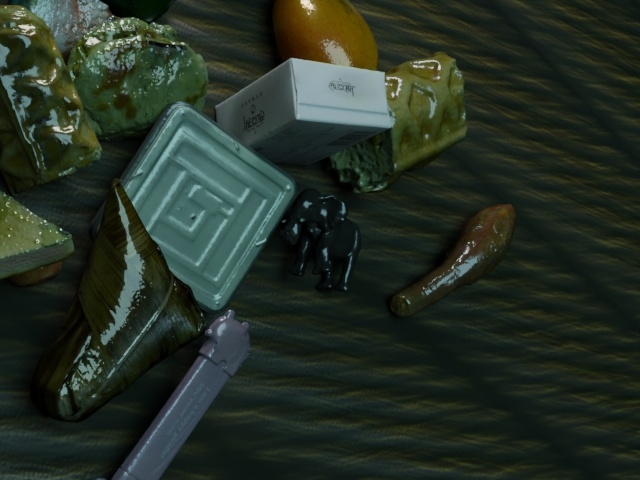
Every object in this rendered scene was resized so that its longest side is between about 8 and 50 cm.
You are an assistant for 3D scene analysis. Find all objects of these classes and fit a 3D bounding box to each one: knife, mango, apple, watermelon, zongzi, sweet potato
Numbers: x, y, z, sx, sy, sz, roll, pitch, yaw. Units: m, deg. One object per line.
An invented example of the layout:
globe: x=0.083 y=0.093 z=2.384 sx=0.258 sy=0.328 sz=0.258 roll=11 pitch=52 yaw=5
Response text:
knife: x=-0.230 y=0.287 z=1.397 sx=0.398 sy=0.038 sz=0.132 roll=-55 pitch=131 yaw=-13
mango: x=-0.005 y=-0.395 z=1.685 sx=0.187 sy=0.138 sz=0.257 roll=-29 pitch=86 yaw=-23
apple: x=-0.426 y=0.030 z=1.336 sx=0.084 sy=0.084 sz=0.071 roll=-15 pitch=87 yaw=-36
watermelon: x=-0.369 y=-0.320 z=1.454 sx=0.241 sy=0.094 sz=0.154 roll=6 pitch=85 yaw=-37
zongzi: x=-0.331 y=0.090 z=1.323 sx=0.286 sy=0.134 sz=0.288 roll=-40 pitch=126 yaw=-35
sweet potato: x=0.290 y=0.042 z=1.831 sx=0.385 sy=0.109 sz=0.109 roll=-41 pitch=104 yaw=-33

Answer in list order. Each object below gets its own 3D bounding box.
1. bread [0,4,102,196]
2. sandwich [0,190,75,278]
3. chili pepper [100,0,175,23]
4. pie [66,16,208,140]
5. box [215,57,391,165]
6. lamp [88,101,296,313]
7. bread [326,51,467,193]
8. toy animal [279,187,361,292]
bread: x=-0.431 y=-0.208 z=1.325 sx=0.152 sy=0.130 sz=0.267 roll=-21 pitch=105 yaw=-6
sandwich: x=-0.469 y=0.011 z=1.267 sx=0.193 sy=0.058 sz=0.162 roll=29 pitch=60 yaw=13
chili pepper: x=-0.343 y=-0.445 z=1.467 sx=0.264 sy=0.116 sz=0.148 roll=22 pitch=71 yaw=-29
pie: x=-0.290 y=-0.250 z=1.446 sx=0.248 sy=0.090 sz=0.201 roll=-11 pitch=120 yaw=-36
box: x=-0.034 y=-0.210 z=1.551 sx=0.194 sy=0.260 sz=0.111 roll=0 pitch=81 yaw=-36
lamp: x=-0.202 y=-0.050 z=1.477 sx=0.266 sy=0.047 sz=0.269 roll=34 pitch=83 yaw=-27
bread: x=0.141 y=-0.221 z=1.711 sx=0.252 sy=0.196 sz=0.238 roll=-22 pitch=115 yaw=-43
toy animal: x=-0.006 y=-0.001 z=1.609 sx=0.245 sy=0.114 sz=0.146 roll=46 pitch=55 yaw=-66
